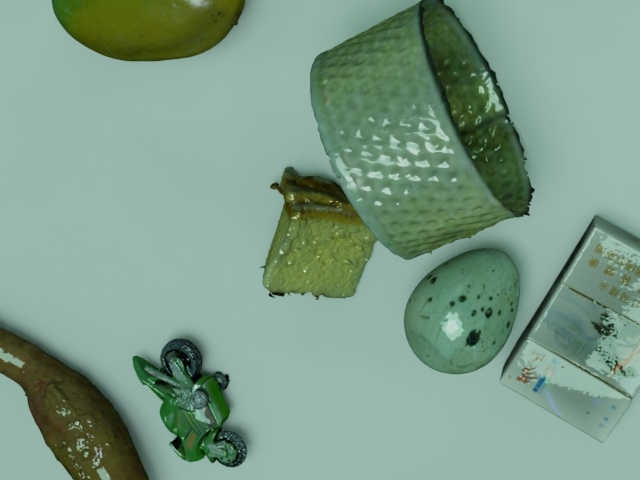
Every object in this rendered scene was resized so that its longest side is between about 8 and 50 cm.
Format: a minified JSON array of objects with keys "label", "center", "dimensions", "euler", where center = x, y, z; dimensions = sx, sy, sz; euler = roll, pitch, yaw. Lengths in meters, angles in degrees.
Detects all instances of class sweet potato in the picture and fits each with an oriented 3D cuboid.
[{"label":"sweet potato","center":[-0.354,0.219,1.737],"dimensions":[0.109,0.109,0.385],"euler":[-43,85,20]}]

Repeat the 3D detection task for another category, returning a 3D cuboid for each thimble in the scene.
[{"label":"thimble","center":[0.114,-0.127,1.445],"dimensions":[0.150,0.271,0.271],"euler":[-24,97,21]}]

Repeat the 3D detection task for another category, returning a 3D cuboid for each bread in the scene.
[{"label":"bread","center":[0.000,0.000,1.596],"dimensions":[0.152,0.127,0.147],"euler":[15,108,-8]}]

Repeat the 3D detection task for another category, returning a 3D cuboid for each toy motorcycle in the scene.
[{"label":"toy motorcycle","center":[-0.172,0.223,1.711],"dimensions":[0.106,0.074,0.190],"euler":[-23,97,27]}]

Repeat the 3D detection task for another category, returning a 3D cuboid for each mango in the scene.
[{"label":"mango","center":[-0.212,-0.292,1.564],"dimensions":[0.251,0.114,0.156],"euler":[-10,108,15]}]

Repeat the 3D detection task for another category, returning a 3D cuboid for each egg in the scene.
[{"label":"egg","center":[0.175,0.084,1.552],"dimensions":[0.131,0.131,0.164],"euler":[37,104,3]}]

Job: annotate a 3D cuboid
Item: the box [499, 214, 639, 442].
[{"label":"box","center":[0.335,0.107,1.551],"dimensions":[0.149,0.067,0.233],"euler":[30,109,6]}]
